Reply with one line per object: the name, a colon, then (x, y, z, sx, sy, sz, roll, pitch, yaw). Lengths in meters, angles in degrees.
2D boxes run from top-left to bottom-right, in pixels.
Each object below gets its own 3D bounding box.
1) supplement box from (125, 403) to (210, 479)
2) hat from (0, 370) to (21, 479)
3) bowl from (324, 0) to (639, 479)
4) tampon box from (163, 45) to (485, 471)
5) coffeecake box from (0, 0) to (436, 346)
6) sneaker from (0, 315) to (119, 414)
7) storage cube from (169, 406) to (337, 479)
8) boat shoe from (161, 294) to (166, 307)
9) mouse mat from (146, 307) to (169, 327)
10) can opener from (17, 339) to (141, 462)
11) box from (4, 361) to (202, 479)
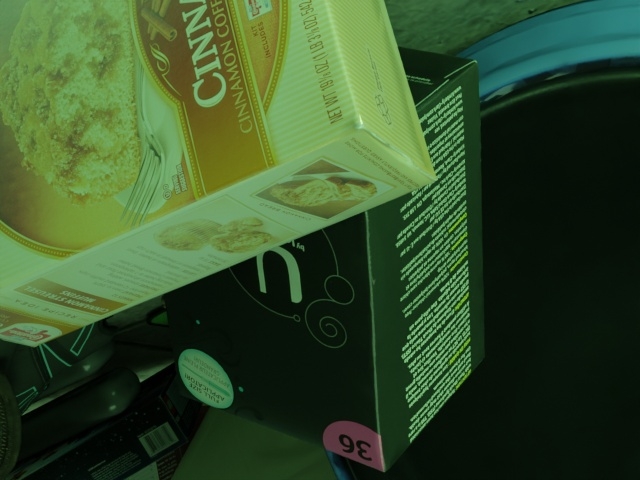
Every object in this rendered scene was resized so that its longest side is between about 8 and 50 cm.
supplement box: (-0.088, 0.256, 1.215, 0.191, 0.194, 0.129, 3, 154, -40)
hat: (-0.339, 0.134, 0.672, 0.331, 0.134, 0.331, 2, 147, 1)
bowl: (0.174, 0.069, 0.648, 0.391, 0.391, 0.077, -24, -167, 25)
tampon box: (0.000, 0.000, 0.553, 0.120, 0.161, 0.101, 15, -144, 31)
coffeecake box: (-0.068, -0.059, 0.459, 0.185, 0.142, 0.068, -23, 157, 21)
sneaker: (-0.184, 0.065, 0.777, 0.106, 0.101, 0.267, -9, 160, -23)
storage cube: (-0.003, 0.244, 0.919, 0.184, 0.215, 0.193, 4, 145, 43)
boat shoe: (-0.082, 0.022, 0.816, 0.043, 0.049, 0.137, 27, 155, 1)
mouse mat: (-0.024, 0.038, 0.951, 0.190, 0.007, 0.152, -25, 158, 29)
can opener: (-0.256, 0.141, 1.010, 0.283, 0.076, 0.095, -27, -171, 30)
box: (-0.210, 0.187, 0.996, 0.233, 0.044, 0.159, -31, -175, 2)
